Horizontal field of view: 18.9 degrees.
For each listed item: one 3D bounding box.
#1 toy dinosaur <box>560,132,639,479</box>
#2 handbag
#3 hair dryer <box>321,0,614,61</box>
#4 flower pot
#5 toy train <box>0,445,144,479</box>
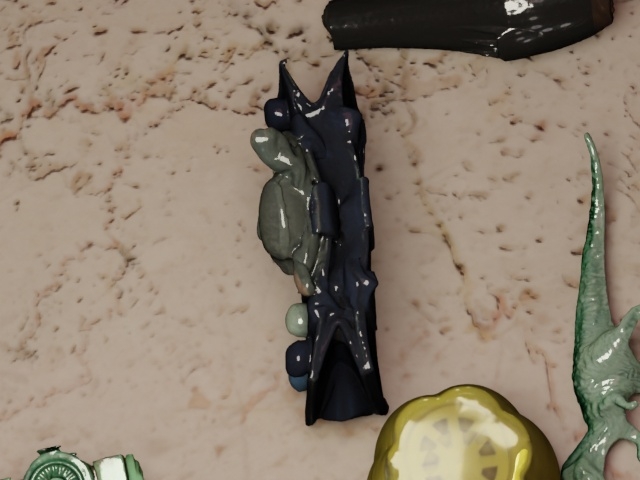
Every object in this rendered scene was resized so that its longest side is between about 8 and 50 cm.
[{"bbox_3d":[0.314,0.083,1.912,0.129,0.076,0.383,2,71,21],"label":"toy dinosaur"},{"bbox_3d":[0.000,0.000,1.852,0.118,0.269,0.325,-6,71,0],"label":"handbag"},{"bbox_3d":[0.163,-0.345,2.081,0.304,0.120,0.359,-4,60,15],"label":"hair dryer"},{"bbox_3d":[0.131,0.223,1.815,0.195,0.179,0.195,-2,74,6],"label":"flower pot"},{"bbox_3d":[-0.319,0.292,1.834,0.326,0.129,0.159,-11,77,-4],"label":"toy train"}]
